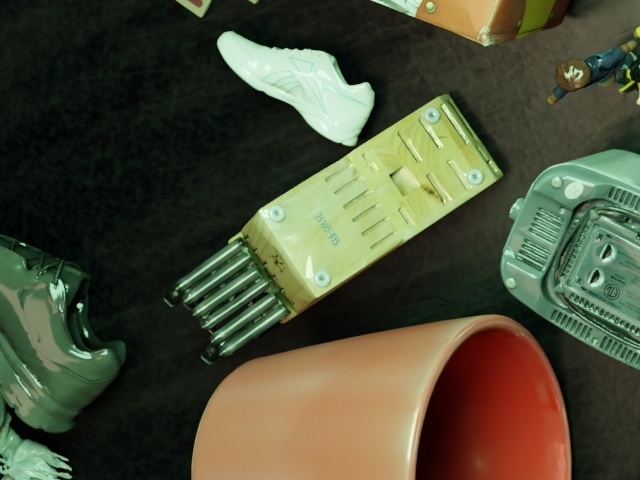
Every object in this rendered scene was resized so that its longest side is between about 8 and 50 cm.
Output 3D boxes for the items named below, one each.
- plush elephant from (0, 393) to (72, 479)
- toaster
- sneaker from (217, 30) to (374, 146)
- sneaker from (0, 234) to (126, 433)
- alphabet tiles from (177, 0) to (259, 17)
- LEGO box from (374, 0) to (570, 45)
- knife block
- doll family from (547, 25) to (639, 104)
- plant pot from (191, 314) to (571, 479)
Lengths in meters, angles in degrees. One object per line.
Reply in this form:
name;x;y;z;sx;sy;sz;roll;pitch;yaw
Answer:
plush elephant;-0.442;0.203;1.496;0.330;0.255;0.272;39;131;5
toaster;0.260;0.017;1.186;0.227;0.146;0.129;28;114;18
sneaker;-0.019;-0.145;1.337;0.152;0.054;0.061;33;106;8
sneaker;-0.296;0.044;1.499;0.130;0.109;0.286;-39;92;19
alphabet tiles;-0.099;-0.326;1.347;0.198;0.009;0.237;36;115;13
LEGO box;0.067;-0.446;1.125;0.372;0.193;0.500;24;111;19
knife block;0.000;0.000;1.355;0.276;0.242;0.088;-33;88;-16
doll family;0.255;-0.155;1.163;0.076;0.111;0.193;45;118;8
plant pot;0.044;0.198;1.288;0.243;0.275;0.275;-2;103;35
